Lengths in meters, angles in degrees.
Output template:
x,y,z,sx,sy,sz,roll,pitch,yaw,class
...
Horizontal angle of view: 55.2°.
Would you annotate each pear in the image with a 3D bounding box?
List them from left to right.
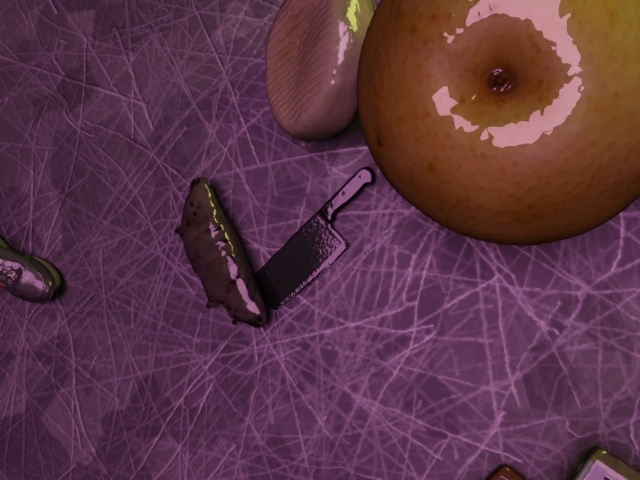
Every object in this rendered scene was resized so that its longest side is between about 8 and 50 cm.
x,y,z,sx,sy,sz,roll,pitch,yaw,class
0.210,-0.162,0.670,0.348,0.348,0.348,-1,86,15,pear

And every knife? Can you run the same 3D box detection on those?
x,y,z,sx,sy,sz,roll,pitch,yaw,class
0.000,0.000,0.871,0.245,0.019,0.072,-46,79,11,knife

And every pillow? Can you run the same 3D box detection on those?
x,y,z,sx,sy,sz,roll,pitch,yaw,class
-0.154,0.026,0.891,0.093,0.051,0.241,-29,80,19,pillow

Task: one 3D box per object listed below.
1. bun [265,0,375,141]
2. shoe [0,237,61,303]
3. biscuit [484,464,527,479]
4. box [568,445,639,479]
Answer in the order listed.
x,y,z,sx,sy,sz,roll,pitch,yaw,class
0.017,-0.240,0.815,0.222,0.127,0.222,-7,81,53,bun
-0.505,0.043,0.969,0.194,0.077,0.074,28,93,15,shoe
0.240,0.437,0.763,0.278,0.043,0.302,-10,84,14,biscuit
0.373,0.390,0.673,0.270,0.045,0.211,35,96,20,box
